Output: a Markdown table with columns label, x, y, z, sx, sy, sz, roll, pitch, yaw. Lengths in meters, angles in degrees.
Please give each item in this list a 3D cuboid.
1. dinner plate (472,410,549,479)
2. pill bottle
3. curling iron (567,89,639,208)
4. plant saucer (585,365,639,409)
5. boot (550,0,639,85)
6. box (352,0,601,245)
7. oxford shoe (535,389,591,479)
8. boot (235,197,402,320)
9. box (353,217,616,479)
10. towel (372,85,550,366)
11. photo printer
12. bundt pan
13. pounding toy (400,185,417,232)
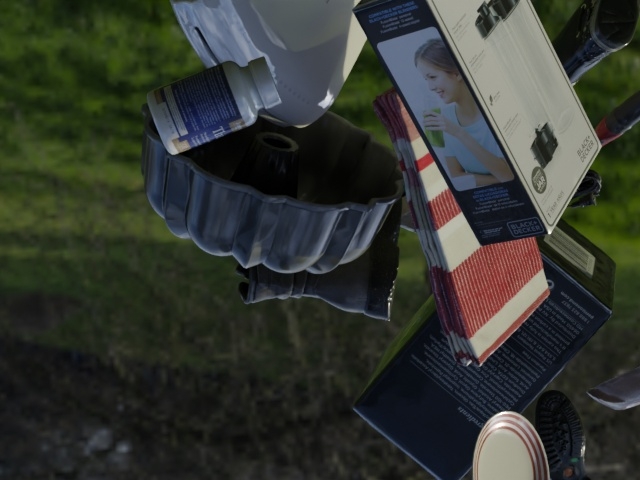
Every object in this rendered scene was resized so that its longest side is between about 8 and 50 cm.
| label | x | y | z | sx | sy | sz | roll | pitch | yaw |
| --- | --- | --- | --- | --- | --- | --- | --- | --- | --- |
| dinner plate | 0.205 | 0.257 | 1.600 | 0.017 | 0.141 | 0.141 | -10 | 174 | 42 |
| pill bottle | -0.101 | -0.133 | 1.413 | 0.120 | 0.067 | 0.067 | -21 | 175 | 1 |
| curling iron | 0.358 | -0.130 | 1.730 | 0.068 | 0.035 | 0.274 | 28 | 133 | -9 |
| plant saucer | 0.564 | 0.198 | 2.262 | 0.310 | 0.050 | 0.310 | -20 | 167 | -5 |
| boot | 0.403 | -0.329 | 2.163 | 0.085 | 0.236 | 0.178 | 34 | 143 | -10 |
| box | 0.164 | -0.161 | 1.475 | 0.087 | 0.290 | 0.169 | -11 | -149 | 39 |
| oxford shoe | 0.384 | 0.345 | 2.373 | 0.082 | 0.227 | 0.096 | -15 | -168 | -8 |
| boot | 0.000 | 0.000 | 2.089 | 0.222 | 0.118 | 0.338 | 8 | -161 | 1 |
| box | 0.273 | 0.152 | 2.375 | 0.395 | 0.212 | 0.293 | -51 | 179 | 18 |
| towel | 0.171 | -0.046 | 1.691 | 0.037 | 0.329 | 0.237 | -9 | -165 | 35 |
| photo printer | -0.037 | -0.303 | 1.693 | 0.107 | 0.307 | 0.256 | 8 | 152 | 40 |
| bundt pan | -0.066 | -0.065 | 1.759 | 0.330 | 0.124 | 0.331 | 14 | -156 | -6 |
| pounding toy | 0.146 | -0.083 | 2.419 | 0.141 | 0.130 | 0.100 | 19 | 142 | -41 |
